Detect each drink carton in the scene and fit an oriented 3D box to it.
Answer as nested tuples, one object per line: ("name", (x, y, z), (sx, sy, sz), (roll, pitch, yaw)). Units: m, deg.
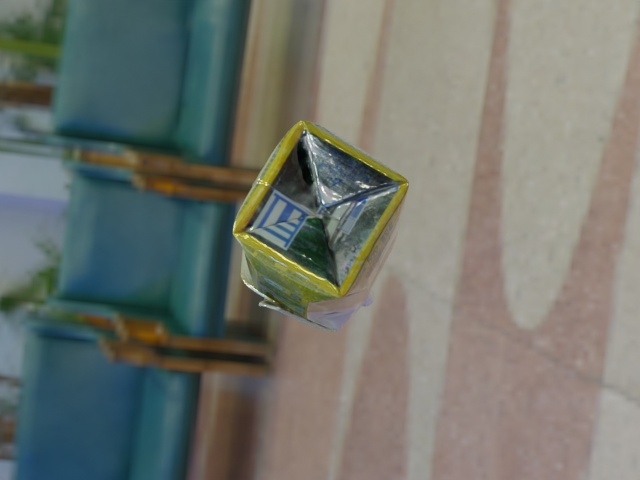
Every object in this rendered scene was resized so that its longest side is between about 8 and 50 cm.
("drink carton", (0.000, 0.000, 0.923), (0.084, 0.074, 0.200), (-61, -3, -9))
